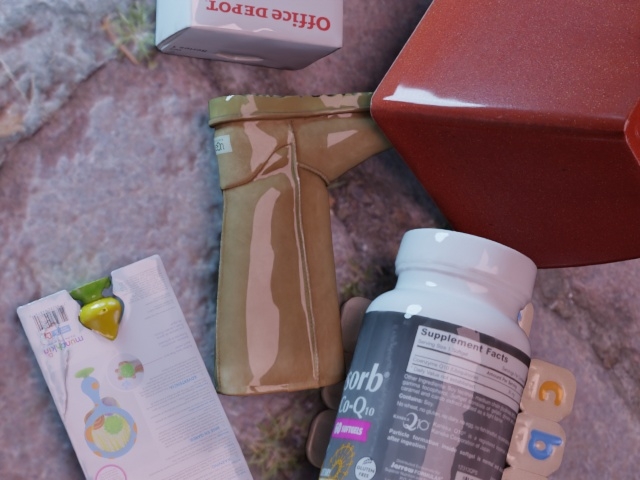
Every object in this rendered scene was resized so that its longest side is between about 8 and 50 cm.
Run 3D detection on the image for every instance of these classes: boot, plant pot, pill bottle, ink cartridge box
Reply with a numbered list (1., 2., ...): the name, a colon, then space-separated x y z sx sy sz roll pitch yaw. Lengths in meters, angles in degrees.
1. boot: 0.000 0.000 1.334 0.236 0.089 0.270 -4 90 -24
2. plant pot: 0.254 -0.130 1.333 0.267 0.235 0.267 -58 135 -20
3. pill bottle: 0.103 0.141 1.302 0.162 0.162 0.278 22 75 -23
4. ink cartridge box: -0.063 -0.281 1.318 0.160 0.092 0.219 3 83 -26

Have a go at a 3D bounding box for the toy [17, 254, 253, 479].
1. toy: -0.163 0.147 1.248 0.137 0.056 0.237 -22 90 -23

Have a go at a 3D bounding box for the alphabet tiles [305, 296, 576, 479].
1. alphabet tiles: 0.123 0.174 1.407 0.278 0.021 0.284 19 77 -21
